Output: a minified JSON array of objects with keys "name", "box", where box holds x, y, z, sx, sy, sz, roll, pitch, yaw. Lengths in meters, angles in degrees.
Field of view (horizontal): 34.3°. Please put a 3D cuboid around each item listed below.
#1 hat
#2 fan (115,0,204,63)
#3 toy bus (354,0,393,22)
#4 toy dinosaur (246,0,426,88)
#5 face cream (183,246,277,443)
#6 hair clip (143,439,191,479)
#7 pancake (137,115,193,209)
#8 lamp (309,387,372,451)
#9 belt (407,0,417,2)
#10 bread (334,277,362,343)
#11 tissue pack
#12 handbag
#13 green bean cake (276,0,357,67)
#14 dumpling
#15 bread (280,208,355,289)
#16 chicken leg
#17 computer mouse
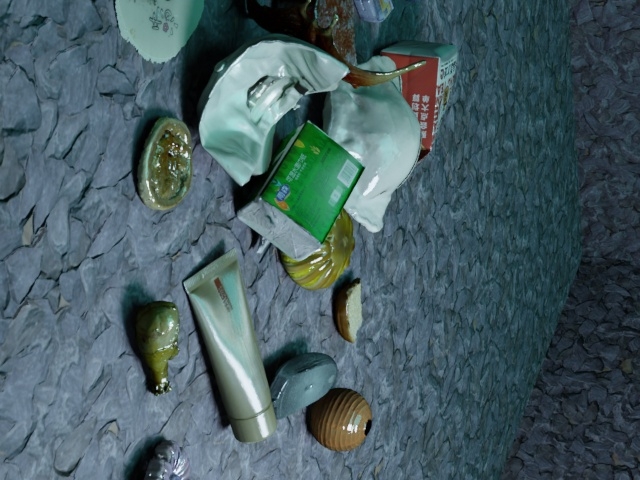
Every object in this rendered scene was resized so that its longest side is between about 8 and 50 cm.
[{"name":"hat","box":[-0.091,-0.243,1.747,0.258,0.168,0.301,-45,-179,7]},{"name":"fan","box":[-0.228,-0.471,1.538,0.233,0.012,0.414,-10,108,-64]},{"name":"toy bus","box":[0.096,-0.533,2.132,0.075,0.064,0.190,-61,147,-28]},{"name":"toy dinosaur","box":[0.010,-0.364,1.734,0.113,0.327,0.206,-54,155,-15]},{"name":"face cream","box":[-0.152,0.192,1.811,0.137,0.084,0.341,-36,122,-44]},{"name":"hair clip","box":[-0.274,0.441,1.623,0.300,0.069,0.173,-43,134,-53]},{"name":"pancake","box":[-0.238,-0.120,1.599,0.151,0.025,0.151,-31,125,-58]},{"name":"lamp","box":[0.044,0.379,2.191,0.136,0.136,0.136,-27,121,-60]},{"name":"belt","box":[0.194,-0.638,2.238,0.128,0.122,0.218,35,59,-60]},{"name":"bread","box":[0.062,0.152,2.270,0.126,0.044,0.129,-51,137,-59]},{"name":"tissue pack","box":[-0.047,-0.080,1.885,0.148,0.156,0.209,39,54,-14]},{"name":"handbag","box":[0.217,-0.295,2.346,0.171,0.151,0.298,-40,136,-61]},{"name":"green bean cake","box":[-0.005,-0.422,1.913,0.198,0.097,0.232,-24,118,-59]},{"name":"dumpling","box":[0.093,-0.214,2.092,0.260,0.181,0.341,28,90,-53]},{"name":"bread","box":[0.000,0.000,2.033,0.213,0.105,0.213,-34,130,-55]},{"name":"chicken leg","box":[-0.248,0.166,1.617,0.093,0.070,0.178,-52,148,-56]},{"name":"computer mouse","box":[-0.054,0.281,2.038,0.229,0.068,0.113,-15,123,-51]}]
